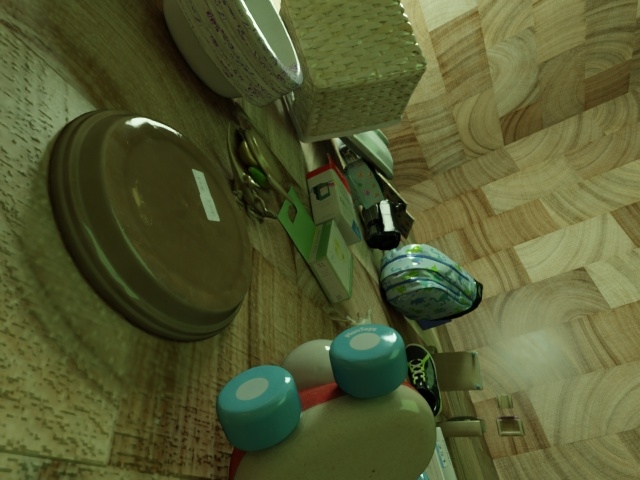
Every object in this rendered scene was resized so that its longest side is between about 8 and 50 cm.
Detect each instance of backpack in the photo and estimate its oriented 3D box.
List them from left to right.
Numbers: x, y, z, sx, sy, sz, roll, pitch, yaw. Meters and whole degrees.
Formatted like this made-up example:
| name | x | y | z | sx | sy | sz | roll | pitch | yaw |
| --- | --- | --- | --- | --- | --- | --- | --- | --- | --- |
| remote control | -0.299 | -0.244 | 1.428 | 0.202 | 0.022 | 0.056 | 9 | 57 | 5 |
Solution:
| name | x | y | z | sx | sy | sz | roll | pitch | yaw |
| --- | --- | --- | --- | --- | --- | --- | --- | --- | --- |
| backpack | 0.142 | -0.191 | 1.401 | 0.165 | 0.145 | 0.188 | 62 | 0 | -16 |
| backpack | 0.366 | 0.156 | 1.437 | 0.355 | 0.290 | 0.273 | 50 | 43 | -26 |

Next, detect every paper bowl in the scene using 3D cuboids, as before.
| name | x | y | z | sx | sy | sz | roll | pitch | yaw |
| --- | --- | --- | --- | --- | --- | --- | --- | --- | --- |
| paper bowl | -0.162 | -0.376 | 0.722 | 0.284 | 0.148 | 0.284 | 55 | 21 | -34 |

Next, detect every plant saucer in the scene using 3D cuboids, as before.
| name | x | y | z | sx | sy | sz | roll | pitch | yaw |
| --- | --- | --- | --- | --- | --- | --- | --- | --- | --- |
| plant saucer | -0.161 | -0.025 | 0.460 | 0.277 | 0.041 | 0.277 | 56 | 20 | -31 |
| plant saucer | 0.133 | -0.381 | 1.444 | 0.400 | 0.100 | 0.400 | 41 | 9 | -7 |

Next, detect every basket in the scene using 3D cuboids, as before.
| name | x | y | z | sx | sy | sz | roll | pitch | yaw |
| --- | --- | --- | --- | --- | --- | --- | --- | --- | --- |
| basket | 0.061 | -0.493 | 1.118 | 0.266 | 0.332 | 0.328 | 115 | -42 | -73 |

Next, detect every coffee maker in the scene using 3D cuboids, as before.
| name | x | y | z | sx | sy | sz | roll | pitch | yaw |
| --- | --- | --- | --- | --- | --- | --- | --- | --- | --- |
| coffee maker | 0.249 | -0.064 | 1.523 | 0.120 | 0.171 | 0.178 | 58 | 19 | -45 |

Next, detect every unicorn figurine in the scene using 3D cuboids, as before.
| name | x | y | z | sx | sy | sz | roll | pitch | yaw |
| --- | --- | --- | --- | --- | --- | --- | --- | --- | --- |
| unicorn figurine | 0.093 | 0.203 | 0.897 | 0.161 | 0.060 | 0.111 | 63 | 17 | -13 |

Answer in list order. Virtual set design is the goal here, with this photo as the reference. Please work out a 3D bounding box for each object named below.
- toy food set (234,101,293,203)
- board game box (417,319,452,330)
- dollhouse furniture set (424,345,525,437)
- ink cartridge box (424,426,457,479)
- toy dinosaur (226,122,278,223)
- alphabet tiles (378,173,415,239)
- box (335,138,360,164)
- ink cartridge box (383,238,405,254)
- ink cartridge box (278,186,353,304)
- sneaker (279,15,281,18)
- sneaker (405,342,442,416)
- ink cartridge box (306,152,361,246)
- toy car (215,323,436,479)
| name | x | y | z | sx | sy | sz | roll | pitch | yaw |
| --- | --- | --- | --- | --- | --- | --- | --- | --- | --- |
| toy food set | -0.119 | -0.156 | 0.774 | 0.192 | 0.039 | 0.132 | 65 | 9 | 22 |
| board game box | 0.477 | 0.231 | 1.888 | 0.232 | 0.141 | 0.290 | 49 | 25 | -46 |
| dollhouse furniture set | 0.524 | 0.515 | 1.417 | 0.198 | 0.287 | 0.303 | 38 | 45 | -58 |
| ink cartridge box | 0.322 | 0.637 | 1.026 | 0.261 | 0.066 | 0.296 | 40 | 32 | -55 |
| toy dinosaur | -0.125 | -0.089 | 0.660 | 0.092 | 0.053 | 0.183 | -116 | 180 | -57 |
| alphabet tiles | 0.295 | -0.148 | 1.754 | 0.285 | 0.011 | 0.342 | 50 | -10 | 17 |
| box | 0.136 | -0.407 | 1.826 | 0.231 | 0.056 | 0.183 | 46 | 27 | -50 |
| ink cartridge box | 0.338 | 0.111 | 1.710 | 0.158 | 0.092 | 0.217 | 58 | 18 | -28 |
| ink cartridge box | 0.000 | 0.000 | 0.893 | 0.235 | 0.056 | 0.171 | 62 | 18 | -23 |
| sneaker | -0.146 | -0.517 | 1.013 | 0.103 | 0.111 | 0.252 | 19 | 51 | -68 |
| sneaker | 0.322 | 0.434 | 1.254 | 0.097 | 0.084 | 0.234 | 23 | 47 | -65 |
| ink cartridge box | 0.032 | -0.107 | 1.081 | 0.134 | 0.078 | 0.230 | 49 | 25 | -48 |
| toy car | -0.010 | 0.195 | 0.474 | 0.238 | 0.211 | 0.219 | -148 | -138 | -68 |
